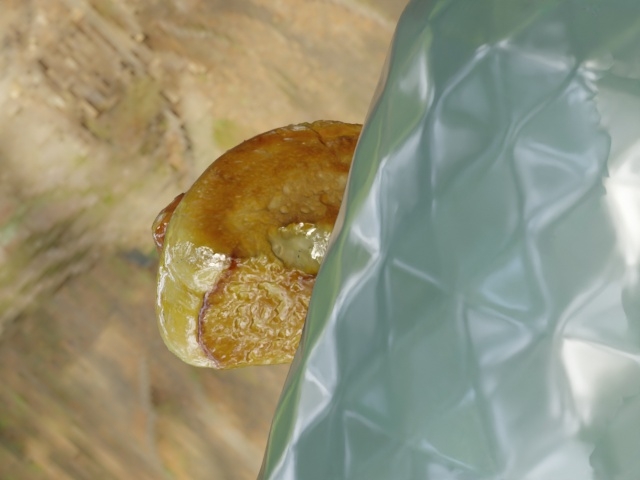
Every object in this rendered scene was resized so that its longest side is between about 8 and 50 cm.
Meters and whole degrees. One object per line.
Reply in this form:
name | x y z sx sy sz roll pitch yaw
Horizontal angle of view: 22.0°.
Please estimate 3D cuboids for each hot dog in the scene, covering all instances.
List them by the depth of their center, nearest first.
hot dog | 0.000 0.000 1.183 0.153 0.256 0.150 -113 24 -47

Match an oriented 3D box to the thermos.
thermos | 0.087 -0.004 0.415 0.145 0.286 0.182 5 -163 -45
